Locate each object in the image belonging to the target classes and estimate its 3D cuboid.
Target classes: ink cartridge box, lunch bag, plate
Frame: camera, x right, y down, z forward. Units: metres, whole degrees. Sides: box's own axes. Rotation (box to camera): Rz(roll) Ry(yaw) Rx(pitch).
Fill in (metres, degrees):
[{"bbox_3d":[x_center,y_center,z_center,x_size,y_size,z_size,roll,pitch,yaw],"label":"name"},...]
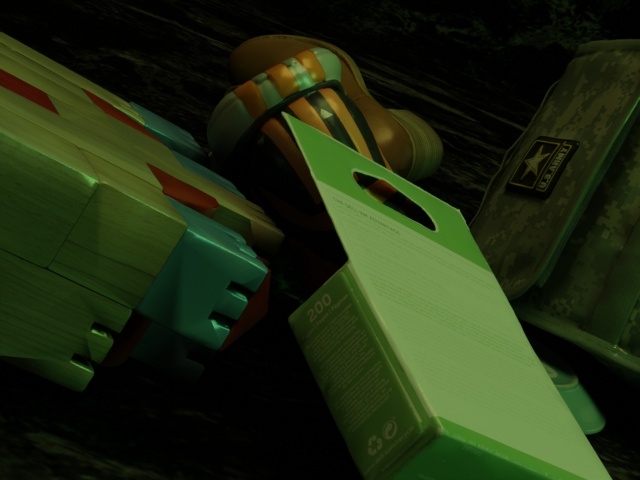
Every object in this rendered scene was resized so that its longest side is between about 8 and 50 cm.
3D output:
[{"bbox_3d":[0.055,0.050,0.820,0.171,0.056,0.235,26,26,-43],"label":"ink cartridge box"},{"bbox_3d":[0.250,-0.011,1.147,0.287,0.235,0.169,27,-6,32],"label":"lunch bag"},{"bbox_3d":[0.122,0.083,1.082,0.188,0.024,0.188,21,13,-5],"label":"plate"}]

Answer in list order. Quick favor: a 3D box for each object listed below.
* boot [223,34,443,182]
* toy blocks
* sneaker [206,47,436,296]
[{"bbox_3d":[-0.036,-0.130,1.510,0.283,0.109,0.220,38,23,26],"label":"boot"},{"bbox_3d":[-0.144,-0.024,0.814,0.261,0.190,0.381,28,9,-28],"label":"toy blocks"},{"bbox_3d":[0.000,0.000,1.037,0.180,0.125,0.321,59,-5,7],"label":"sneaker"}]
